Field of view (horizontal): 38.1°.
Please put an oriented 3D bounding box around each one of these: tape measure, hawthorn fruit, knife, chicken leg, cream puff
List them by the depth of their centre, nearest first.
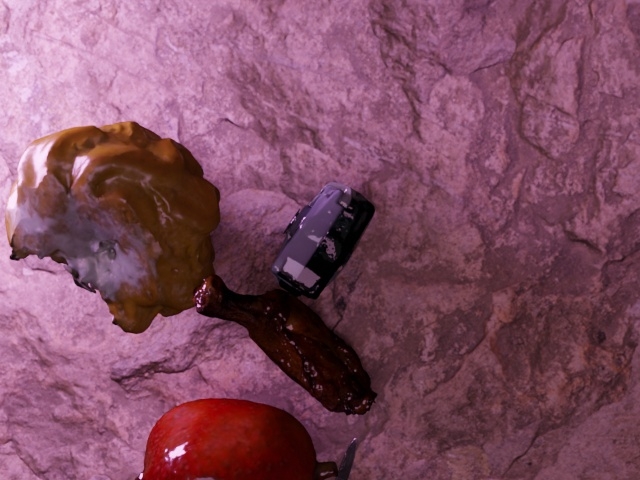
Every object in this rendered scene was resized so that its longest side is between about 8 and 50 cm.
[{"bbox_3d":[-0.270,-0.051,1.348,0.323,0.269,0.274,40,121,-13],"label":"cream puff"},{"bbox_3d":[0.000,0.000,1.384,0.107,0.181,0.182,33,78,-2],"label":"tape measure"},{"bbox_3d":[-0.056,0.150,1.397,0.096,0.158,0.407,-38,130,14],"label":"chicken leg"},{"bbox_3d":[-0.127,0.369,1.444,0.307,0.265,0.265,-11,101,-4],"label":"hawthorn fruit"},{"bbox_3d":[0.034,0.407,1.558,0.023,0.010,0.170,16,101,-5],"label":"knife"}]
